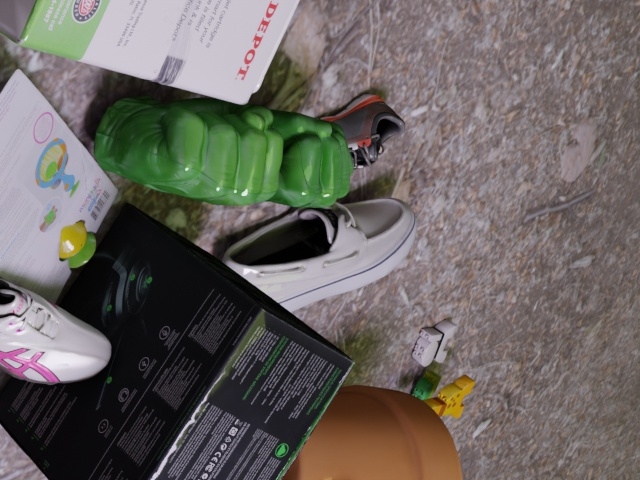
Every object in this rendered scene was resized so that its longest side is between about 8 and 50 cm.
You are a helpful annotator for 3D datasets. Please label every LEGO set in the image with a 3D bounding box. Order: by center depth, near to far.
[{"bbox_3d":[0.128,0.224,2.003,0.093,0.087,0.227,-4,120,-50],"label":"LEGO set"}]

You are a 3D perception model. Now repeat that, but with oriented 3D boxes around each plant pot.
[{"bbox_3d":[-0.010,0.295,1.746,0.203,0.291,0.291,18,104,-39],"label":"plant pot"}]

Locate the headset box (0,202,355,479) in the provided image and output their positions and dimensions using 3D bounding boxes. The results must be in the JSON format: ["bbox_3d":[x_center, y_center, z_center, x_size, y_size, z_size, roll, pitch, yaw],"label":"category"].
[{"bbox_3d":[-0.149,0.132,1.426,0.131,0.283,0.246,34,89,-40],"label":"headset box"}]

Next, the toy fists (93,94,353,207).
[{"bbox_3d":[-0.072,-0.083,1.432,0.279,0.142,0.096,2,106,-57],"label":"toy fists"}]

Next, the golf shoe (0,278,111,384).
[{"bbox_3d":[-0.262,0.075,1.328,0.186,0.086,0.068,19,65,-22],"label":"golf shoe"}]

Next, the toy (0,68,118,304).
[{"bbox_3d":[-0.262,-0.041,1.327,0.137,0.056,0.237,-62,154,-15],"label":"toy"}]

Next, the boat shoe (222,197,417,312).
[{"bbox_3d":[0.000,0.000,1.661,0.267,0.096,0.088,-21,138,-29],"label":"boat shoe"}]

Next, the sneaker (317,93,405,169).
[{"bbox_3d":[0.027,-0.099,1.629,0.158,0.065,0.061,-39,142,-24],"label":"sneaker"}]

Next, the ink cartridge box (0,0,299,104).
[{"bbox_3d":[-0.138,-0.241,1.265,0.273,0.114,0.198,10,110,-53],"label":"ink cartridge box"}]
